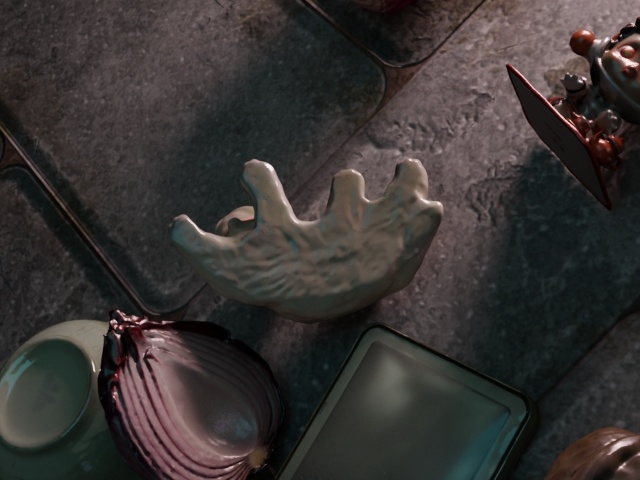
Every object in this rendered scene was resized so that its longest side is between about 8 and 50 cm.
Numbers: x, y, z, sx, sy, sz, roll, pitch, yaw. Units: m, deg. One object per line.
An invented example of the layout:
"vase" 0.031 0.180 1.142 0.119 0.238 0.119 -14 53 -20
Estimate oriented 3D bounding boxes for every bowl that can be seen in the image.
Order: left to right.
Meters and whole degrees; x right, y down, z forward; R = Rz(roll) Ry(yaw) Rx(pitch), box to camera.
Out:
"bowl" -0.340 0.239 1.846 0.307 0.163 0.307 -13 57 21

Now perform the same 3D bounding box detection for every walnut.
"walnut" 0.322 0.306 1.407 0.224 0.224 0.224 -13 60 24

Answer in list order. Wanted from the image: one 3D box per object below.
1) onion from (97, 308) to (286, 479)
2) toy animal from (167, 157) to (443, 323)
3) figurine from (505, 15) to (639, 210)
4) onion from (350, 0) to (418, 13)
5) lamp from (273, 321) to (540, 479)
"onion" -0.190 0.203 1.724 0.227 0.283 0.120 -46 12 -36
"toy animal" 0.000 0.000 1.796 0.308 0.188 0.266 -43 73 -10
"figurine" 0.384 -0.190 1.668 0.226 0.160 0.183 -35 54 -1
"onion" 0.110 -0.411 1.964 0.247 0.111 0.250 -35 39 -19
"lamp" 0.100 0.261 1.646 0.266 0.047 0.269 25 79 37
